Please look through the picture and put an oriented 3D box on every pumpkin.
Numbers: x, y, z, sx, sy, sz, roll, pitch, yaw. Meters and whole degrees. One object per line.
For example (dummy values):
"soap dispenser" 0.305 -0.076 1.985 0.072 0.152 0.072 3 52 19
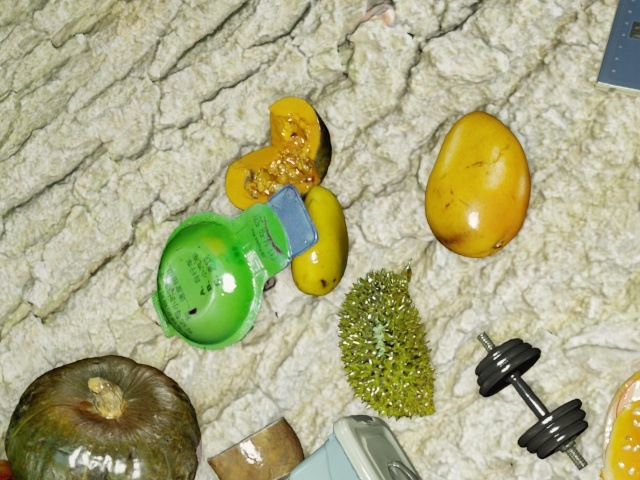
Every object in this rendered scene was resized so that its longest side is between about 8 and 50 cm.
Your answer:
"pumpkin" -0.288 0.254 1.151 0.260 0.260 0.189 18 118 20
"pumpkin" -0.050 -0.113 1.276 0.183 0.107 0.119 -50 61 8

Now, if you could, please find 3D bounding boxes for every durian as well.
"durian" 0.082 0.135 1.176 0.137 0.095 0.221 -12 65 11

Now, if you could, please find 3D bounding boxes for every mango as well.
"mango" 0.218 -0.082 1.189 0.144 0.112 0.219 0 70 18
"mango" 0.000 0.000 1.230 0.076 0.103 0.161 -3 73 24

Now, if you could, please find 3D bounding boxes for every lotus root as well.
"lotus root" -0.086 0.297 1.164 0.122 0.112 0.081 -29 75 5

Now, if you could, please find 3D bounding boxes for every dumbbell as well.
"dumbbell" 0.269 0.202 1.099 0.099 0.099 0.208 -37 67 3

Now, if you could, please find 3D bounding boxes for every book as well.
"book" 0.543 -0.275 1.201 0.269 0.025 0.191 15 78 19

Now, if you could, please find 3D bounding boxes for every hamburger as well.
"hamburger" 0.443 0.253 1.010 0.236 0.147 0.237 -4 76 16

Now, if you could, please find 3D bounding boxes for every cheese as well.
"cheese" -0.132 0.039 1.231 0.320 0.083 0.204 -34 72 28

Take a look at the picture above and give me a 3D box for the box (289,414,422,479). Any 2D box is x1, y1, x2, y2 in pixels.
"box" 0.074 0.339 1.087 0.130 0.162 0.227 -39 67 14

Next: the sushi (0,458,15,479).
"sushi" -0.498 0.395 1.129 0.196 0.343 0.182 -2 87 17
